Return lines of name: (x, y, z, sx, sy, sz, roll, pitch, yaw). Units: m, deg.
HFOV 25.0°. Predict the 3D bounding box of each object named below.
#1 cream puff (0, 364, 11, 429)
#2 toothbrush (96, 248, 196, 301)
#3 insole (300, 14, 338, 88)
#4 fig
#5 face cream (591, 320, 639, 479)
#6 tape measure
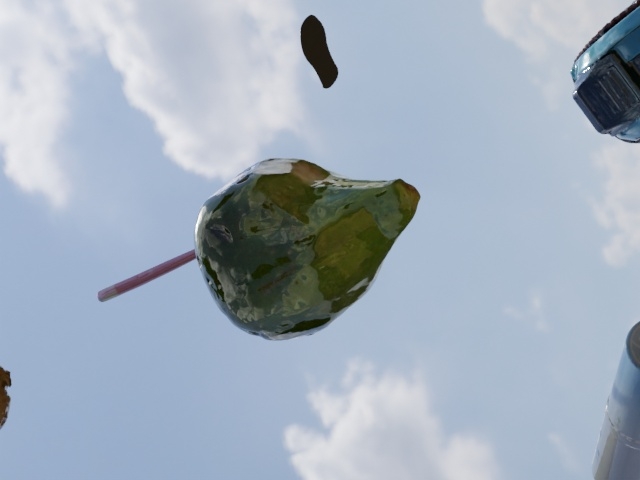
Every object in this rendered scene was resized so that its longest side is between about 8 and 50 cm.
cream puff: (-0.454, 0.185, 1.726, 0.165, 0.150, 0.115, 45, 173, -38)
toothbrush: (-0.195, 0.026, 2.104, 0.025, 0.286, 0.020, 61, -175, -55)
insole: (-0.002, -0.241, 1.852, 0.002, 0.045, 0.135, 30, 163, 31)
fig: (0.000, 0.000, 1.561, 0.206, 0.275, 0.206, 18, -115, -45)
face cream: (0.326, 0.174, 1.454, 0.250, 0.077, 0.077, 89, 176, -53)
tape measure: (0.210, -0.111, 0.806, 0.081, 0.146, 0.125, 55, -140, 4)
